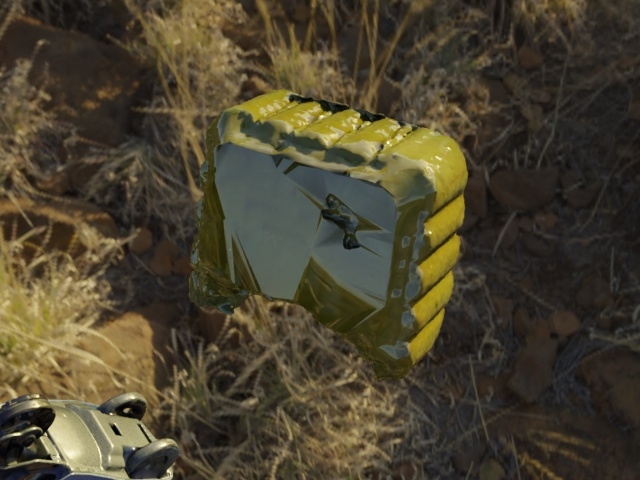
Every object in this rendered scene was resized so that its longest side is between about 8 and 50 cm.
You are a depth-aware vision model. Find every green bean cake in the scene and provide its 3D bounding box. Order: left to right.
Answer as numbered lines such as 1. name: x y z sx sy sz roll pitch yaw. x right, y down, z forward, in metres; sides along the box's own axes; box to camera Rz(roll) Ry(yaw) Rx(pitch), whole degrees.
1. green bean cake: 0.000 0.000 0.842 0.236 0.233 0.124 18 27 22

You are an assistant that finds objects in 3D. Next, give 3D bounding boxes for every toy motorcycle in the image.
1. toy motorcycle: -0.306 0.267 1.055 0.212 0.358 0.125 -44 63 6
